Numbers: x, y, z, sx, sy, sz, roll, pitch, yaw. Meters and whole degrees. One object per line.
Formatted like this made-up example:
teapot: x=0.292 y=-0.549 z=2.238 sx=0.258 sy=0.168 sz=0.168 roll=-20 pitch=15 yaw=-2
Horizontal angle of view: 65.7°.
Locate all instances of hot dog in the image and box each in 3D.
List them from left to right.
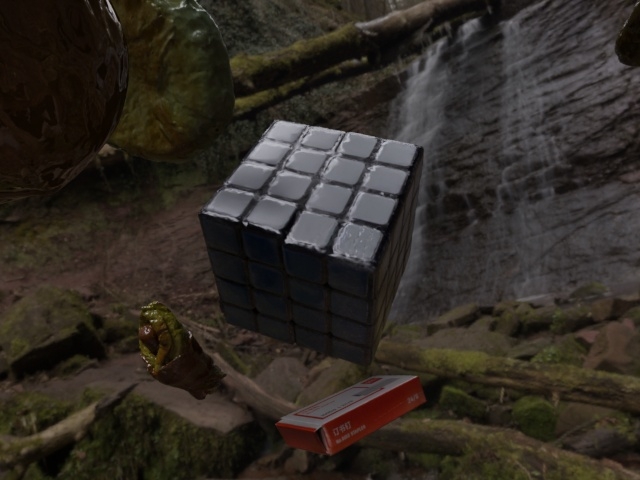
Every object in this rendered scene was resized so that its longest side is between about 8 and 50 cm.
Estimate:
hot dog: x=-0.266 y=0.219 z=0.904 sx=0.123 sy=0.261 sz=0.093 roll=4 pitch=44 yaw=42

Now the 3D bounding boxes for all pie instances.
pie: x=-0.272 y=-0.263 z=0.785 sx=0.307 sy=0.306 sz=0.071 roll=-19 pitch=15 yaw=23

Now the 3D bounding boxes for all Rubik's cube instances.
Rubik's cube: x=0.000 y=0.000 z=1.025 sx=0.338 sy=0.343 sz=0.344 roll=15 pitch=-40 yaw=15

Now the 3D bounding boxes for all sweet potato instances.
sweet potato: x=0.398 y=-0.288 z=0.562 sx=0.081 sy=0.062 sz=0.233 roll=-26 pitch=-30 yaw=4

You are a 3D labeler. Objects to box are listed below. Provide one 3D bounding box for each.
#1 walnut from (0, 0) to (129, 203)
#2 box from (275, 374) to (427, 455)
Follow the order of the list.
walnut: x=-0.355 y=-0.210 z=0.423 sx=0.354 sy=0.397 sz=0.308 roll=-7 pitch=31 yaw=40
box: x=0.052 y=0.280 z=0.812 sx=0.230 sy=0.049 sz=0.123 roll=-12 pitch=-6 yaw=-37
